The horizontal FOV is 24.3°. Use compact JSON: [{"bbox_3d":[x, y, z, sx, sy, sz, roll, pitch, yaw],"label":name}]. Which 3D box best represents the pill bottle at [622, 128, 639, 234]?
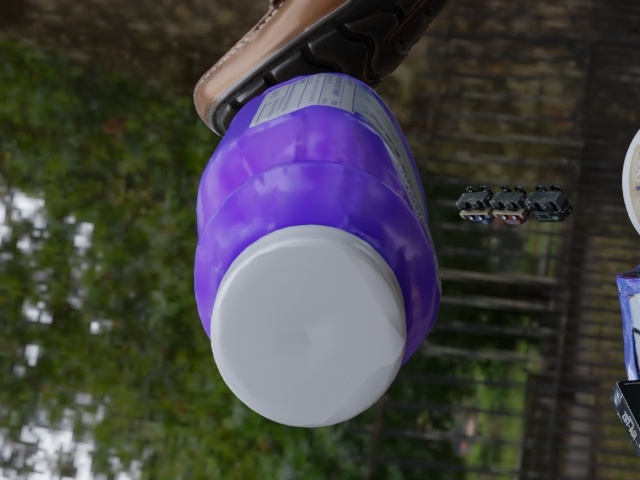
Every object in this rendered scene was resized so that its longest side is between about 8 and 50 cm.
[{"bbox_3d":[0.291,-0.042,0.957,0.186,0.112,0.112,175,104,-67],"label":"pill bottle"}]

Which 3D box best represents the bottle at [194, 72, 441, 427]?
[{"bbox_3d":[0.000,0.000,0.628,0.283,0.092,0.118,-82,-30,-78],"label":"bottle"}]

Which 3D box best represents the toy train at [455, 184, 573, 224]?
[{"bbox_3d":[0.176,-0.032,1.358,0.027,0.036,0.158,-53,24,-17],"label":"toy train"}]

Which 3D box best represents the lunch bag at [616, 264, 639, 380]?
[{"bbox_3d":[0.516,0.150,1.559,0.239,0.385,0.328,-159,58,-79],"label":"lunch bag"}]

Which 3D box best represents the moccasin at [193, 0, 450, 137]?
[{"bbox_3d":[0.028,-0.241,1.336,0.380,0.147,0.139,-48,-30,-1],"label":"moccasin"}]

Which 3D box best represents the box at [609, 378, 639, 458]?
[{"bbox_3d":[0.262,0.130,1.082,0.067,0.083,0.018,-109,22,-43],"label":"box"}]
